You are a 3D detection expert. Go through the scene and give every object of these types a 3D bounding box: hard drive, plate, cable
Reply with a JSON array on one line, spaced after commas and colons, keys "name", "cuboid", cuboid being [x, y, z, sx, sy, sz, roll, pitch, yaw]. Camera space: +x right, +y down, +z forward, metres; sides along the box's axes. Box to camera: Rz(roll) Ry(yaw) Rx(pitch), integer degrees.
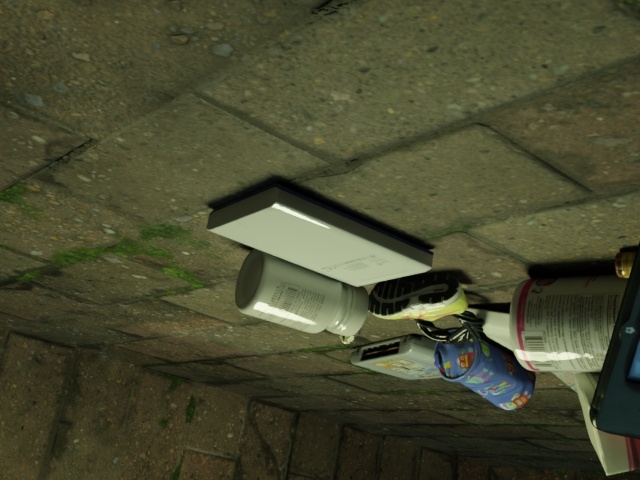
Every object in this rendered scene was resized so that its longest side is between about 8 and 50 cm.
[{"name": "hard drive", "cuboid": [0.000, 0.000, 1.398, 0.319, 0.040, 0.210, 22, 157, -32]}, {"name": "plate", "cuboid": [0.459, 0.208, 1.675, 0.277, 0.045, 0.278, 7, 163, 47]}, {"name": "cable", "cuboid": [0.252, 0.158, 1.675, 0.151, 0.047, 0.184, 16, 153, 15]}]

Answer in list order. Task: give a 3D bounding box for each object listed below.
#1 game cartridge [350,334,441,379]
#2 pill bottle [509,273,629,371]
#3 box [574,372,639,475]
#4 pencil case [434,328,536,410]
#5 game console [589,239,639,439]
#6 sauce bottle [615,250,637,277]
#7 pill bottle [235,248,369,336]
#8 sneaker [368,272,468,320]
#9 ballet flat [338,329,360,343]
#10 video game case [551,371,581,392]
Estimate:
[{"name": "game cartridge", "cuboid": [0.230, 0.299, 2.113, 0.198, 0.062, 0.297, 22, 157, -21]}, {"name": "pill bottle", "cuboid": [0.468, 0.135, 1.366, 0.283, 0.160, 0.160, -5, 156, 37]}, {"name": "box", "cuboid": [0.546, 0.269, 1.348, 0.232, 0.126, 0.148, -15, -172, 10]}, {"name": "pencil case", "cuboid": [0.378, 0.300, 1.934, 0.133, 0.119, 0.306, -30, 141, 27]}, {"name": "game console", "cuboid": [0.583, 0.143, 1.156, 0.342, 0.060, 0.386, 7, 120, 5]}, {"name": "sauce bottle", "cuboid": [0.505, 0.033, 1.243, 0.128, 0.042, 0.042, -7, 155, 35]}, {"name": "pill bottle", "cuboid": [-0.032, 0.101, 1.564, 0.229, 0.131, 0.131, 20, 159, -25]}, {"name": "sneaker", "cuboid": [0.181, 0.120, 1.571, 0.208, 0.081, 0.094, -6, 148, 38]}, {"name": "ballet flat", "cuboid": [0.065, 0.226, 2.006, 0.041, 0.041, 0.114, 14, 161, -12]}, {"name": "video game case", "cuboid": [0.512, 0.274, 1.558, 0.193, 0.023, 0.212, 40, 172, 13]}]
